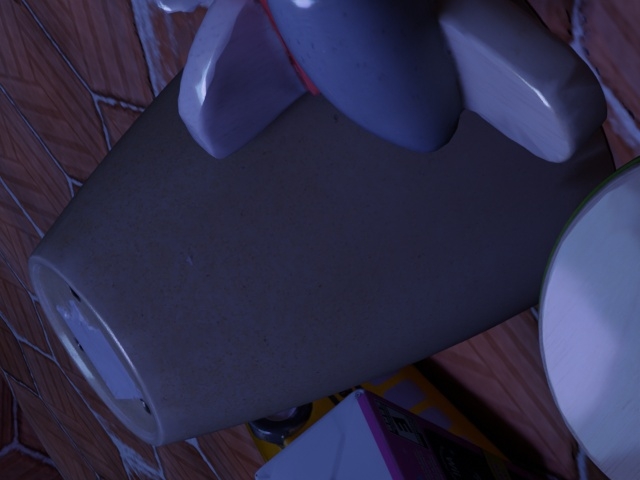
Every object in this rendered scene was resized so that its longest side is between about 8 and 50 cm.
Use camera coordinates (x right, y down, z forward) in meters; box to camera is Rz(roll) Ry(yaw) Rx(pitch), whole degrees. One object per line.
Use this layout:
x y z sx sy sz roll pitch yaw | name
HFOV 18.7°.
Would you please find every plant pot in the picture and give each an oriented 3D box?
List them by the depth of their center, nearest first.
-0.017 -0.010 1.101 0.256 0.274 0.256 46 159 23 | plant pot

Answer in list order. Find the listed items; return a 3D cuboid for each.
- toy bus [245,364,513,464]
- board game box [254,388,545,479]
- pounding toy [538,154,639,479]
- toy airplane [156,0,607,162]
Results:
0.045 0.171 1.430 0.333 0.130 0.108 44 158 40 | toy bus
0.122 0.237 1.137 0.303 0.097 0.224 32 -155 -43 | board game box
0.220 0.021 0.838 0.237 0.110 0.183 -15 103 27 | pounding toy
-0.062 -0.180 0.868 0.384 0.272 0.386 63 154 -6 | toy airplane
